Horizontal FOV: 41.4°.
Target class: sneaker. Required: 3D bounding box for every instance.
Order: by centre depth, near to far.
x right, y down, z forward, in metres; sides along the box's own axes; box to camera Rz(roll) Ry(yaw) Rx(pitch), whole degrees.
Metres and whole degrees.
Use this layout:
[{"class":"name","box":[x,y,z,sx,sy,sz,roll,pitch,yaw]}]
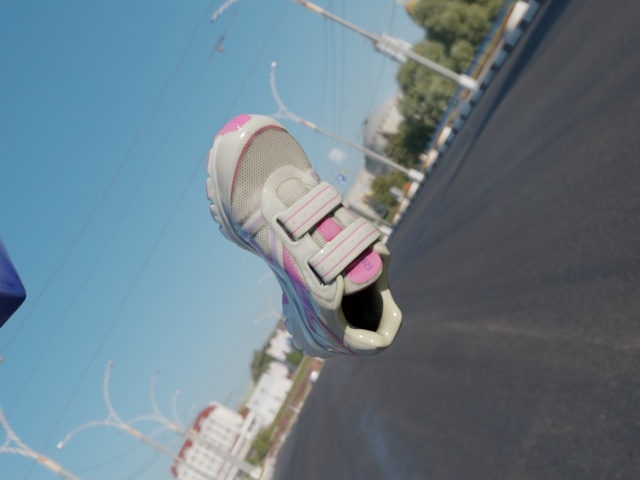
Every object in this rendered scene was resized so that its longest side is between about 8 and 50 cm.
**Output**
[{"class":"sneaker","box":[0.000,0.000,0.724,0.111,0.252,0.103,4,43,49]}]

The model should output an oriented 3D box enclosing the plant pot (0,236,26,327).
[{"class":"plant pot","box":[-0.463,0.029,0.798,0.236,0.236,0.212,-45,-31,10]}]
